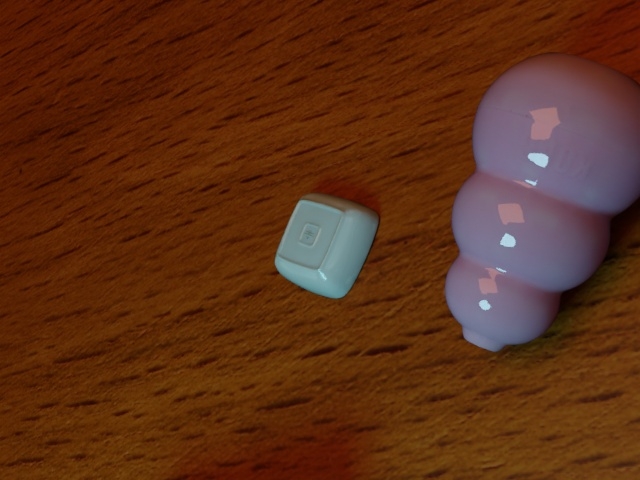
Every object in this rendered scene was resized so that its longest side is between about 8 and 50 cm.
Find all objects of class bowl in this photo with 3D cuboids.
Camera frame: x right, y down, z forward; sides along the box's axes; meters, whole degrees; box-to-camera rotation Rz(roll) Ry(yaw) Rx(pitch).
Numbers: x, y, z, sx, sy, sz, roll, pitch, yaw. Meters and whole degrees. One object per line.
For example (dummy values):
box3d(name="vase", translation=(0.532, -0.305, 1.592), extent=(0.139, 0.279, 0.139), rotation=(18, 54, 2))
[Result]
box3d(name="bowl", translation=(0.000, 0.000, 1.375), extent=(0.142, 0.053, 0.142), rotation=(20, 84, 42))

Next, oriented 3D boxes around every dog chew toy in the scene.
box3d(name="dog chew toy", translation=(0.241, -0.035, 1.098), extent=(0.207, 0.207, 0.331), rotation=(25, 95, 43))
